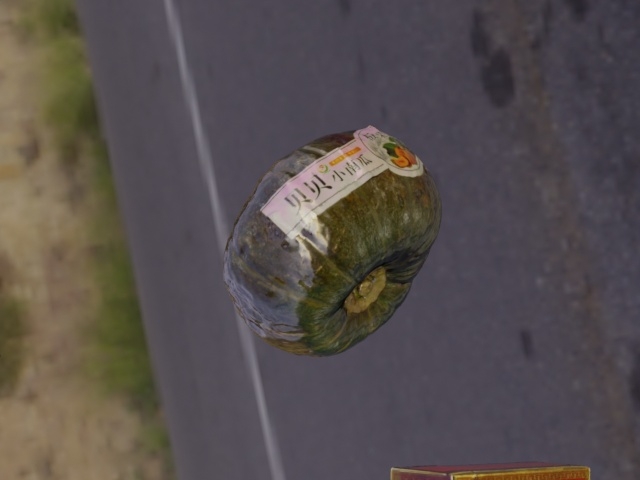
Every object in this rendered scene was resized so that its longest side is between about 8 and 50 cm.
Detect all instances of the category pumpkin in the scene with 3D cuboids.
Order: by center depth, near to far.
[{"bbox_3d":[-0.002,-0.002,1.770,0.189,0.260,0.260,41,146,27],"label":"pumpkin"}]

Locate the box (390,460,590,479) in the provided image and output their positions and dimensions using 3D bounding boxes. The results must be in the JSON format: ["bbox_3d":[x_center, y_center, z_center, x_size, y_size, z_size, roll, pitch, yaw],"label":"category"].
[{"bbox_3d":[0.149,0.270,1.454,0.074,0.240,0.153,4,88,37],"label":"box"}]
